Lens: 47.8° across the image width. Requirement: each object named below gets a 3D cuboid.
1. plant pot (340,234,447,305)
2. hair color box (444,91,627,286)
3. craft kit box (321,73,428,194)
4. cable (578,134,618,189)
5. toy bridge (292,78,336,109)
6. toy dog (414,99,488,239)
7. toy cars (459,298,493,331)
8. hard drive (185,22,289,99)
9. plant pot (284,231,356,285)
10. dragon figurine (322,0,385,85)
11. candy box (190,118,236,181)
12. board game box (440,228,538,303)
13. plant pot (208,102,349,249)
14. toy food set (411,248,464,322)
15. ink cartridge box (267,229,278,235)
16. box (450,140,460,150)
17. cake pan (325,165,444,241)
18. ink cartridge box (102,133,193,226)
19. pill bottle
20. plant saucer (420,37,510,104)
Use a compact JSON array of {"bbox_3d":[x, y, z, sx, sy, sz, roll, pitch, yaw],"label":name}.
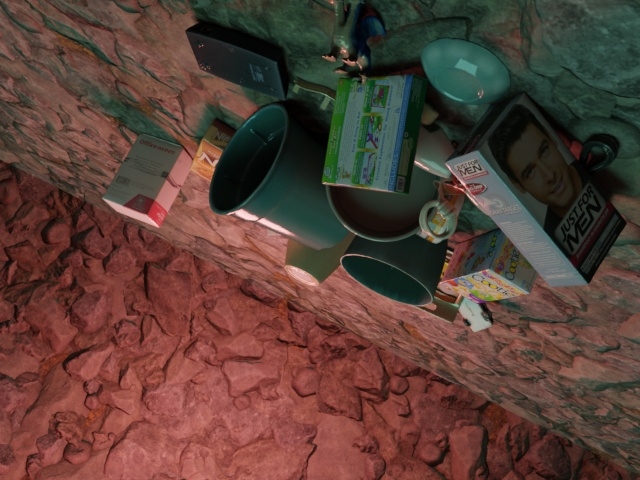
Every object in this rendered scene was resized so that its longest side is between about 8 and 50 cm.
[{"bbox_3d":[0.241,0.021,2.132,0.293,0.235,0.293,25,161,9],"label":"plant pot"},{"bbox_3d":[0.451,-0.098,1.499,0.374,0.185,0.114,46,157,-14],"label":"hair color box"},{"bbox_3d":[0.114,-0.234,1.593,0.061,0.249,0.247,7,-175,-41],"label":"craft kit box"},{"bbox_3d":[0.575,-0.145,1.571,0.139,0.072,0.287,36,155,31],"label":"cable"},{"bbox_3d":[0.016,-0.350,1.791,0.188,0.026,0.063,29,159,-5],"label":"toy bridge"},{"bbox_3d":[0.280,-0.185,1.644,0.220,0.161,0.333,-29,95,24],"label":"toy dog"},{"bbox_3d":[0.428,0.179,2.512,0.394,0.087,0.176,22,126,10],"label":"toy cars"},{"bbox_3d":[-0.198,-0.446,1.786,0.255,0.054,0.172,22,160,15],"label":"hard drive"},{"bbox_3d":[0.000,0.000,2.344,0.257,0.274,0.256,24,162,9],"label":"plant pot"},{"bbox_3d":[0.076,-0.410,1.460,0.085,0.144,0.289,17,178,25],"label":"dragon figurine"},{"bbox_3d":[-0.310,-0.264,2.359,0.183,0.087,0.316,31,161,-9],"label":"candy box"},{"bbox_3d":[0.492,0.077,2.079,0.142,0.144,0.275,31,162,-11],"label":"board game box"},{"bbox_3d":[-0.075,-0.152,2.018,0.334,0.341,0.341,29,163,-31],"label":"plant pot"},{"bbox_3d":[0.377,0.136,2.361,0.220,0.092,0.306,24,142,9],"label":"toy food set"},{"bbox_3d":[-0.116,-0.071,2.266,0.062,0.104,0.181,-9,-177,-23],"label":"ink cartridge box"},{"bbox_3d":[0.354,-0.184,1.764,0.137,0.027,0.094,30,160,-8],"label":"box"},{"bbox_3d":[0.161,-0.145,1.795,0.293,0.293,0.054,25,-169,7],"label":"cake pan"},{"bbox_3d":[-0.613,-0.218,2.595,0.207,0.283,0.117,20,163,22],"label":"ink cartridge box"},{"bbox_3d":[0.224,-0.120,1.901,0.278,0.162,0.162,27,161,0],"label":"pill bottle"},{"bbox_3d":[0.286,-0.329,1.466,0.195,0.037,0.195,25,160,9],"label":"plant saucer"}]
